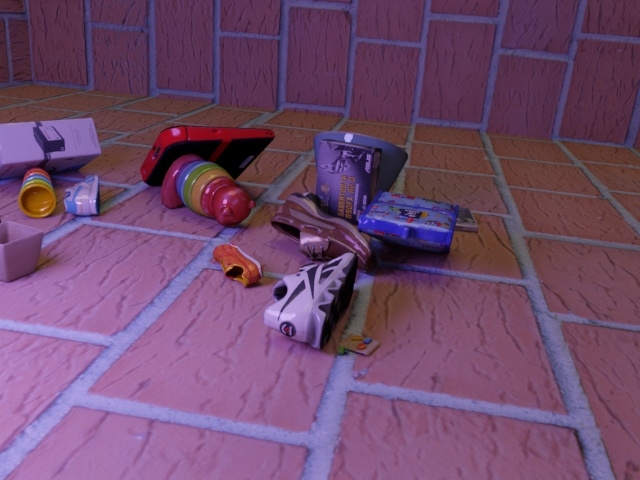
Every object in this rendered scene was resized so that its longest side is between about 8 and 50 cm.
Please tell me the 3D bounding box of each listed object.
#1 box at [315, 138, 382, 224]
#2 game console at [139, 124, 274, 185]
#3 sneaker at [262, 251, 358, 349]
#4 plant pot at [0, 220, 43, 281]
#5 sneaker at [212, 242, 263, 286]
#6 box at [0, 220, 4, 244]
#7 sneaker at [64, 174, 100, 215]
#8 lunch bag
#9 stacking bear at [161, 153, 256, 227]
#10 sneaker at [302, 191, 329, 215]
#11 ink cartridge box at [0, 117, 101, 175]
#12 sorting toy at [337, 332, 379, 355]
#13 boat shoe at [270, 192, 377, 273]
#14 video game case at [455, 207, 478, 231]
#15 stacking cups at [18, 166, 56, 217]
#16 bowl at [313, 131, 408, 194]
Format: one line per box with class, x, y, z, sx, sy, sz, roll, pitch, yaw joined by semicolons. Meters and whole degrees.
box;0.078;-0.173;1.888;0.183;0.231;0.056;16;21;27
game console;-0.366;-0.264;2.004;0.342;0.060;0.386;-8;-11;-29
sneaker;-0.014;0.094;1.293;0.146;0.122;0.330;12;21;15
plant pot;-0.670;0.027;1.366;0.109;0.096;0.109;13;21;22
sneaker;-0.203;0.052;1.460;0.067;0.064;0.175;-23;29;-33
box;-0.828;-0.002;1.393;0.207;0.108;0.153;13;22;22
sneaker;-0.679;-0.134;1.825;0.092;0.087;0.228;-3;19;-16
lunch bag;0.221;-0.032;1.596;0.221;0.138;0.293;12;11;12
stacking bear;-0.303;-0.129;1.809;0.175;0.164;0.289;-13;31;-40
sneaker;-0.022;-0.072;1.824;0.106;0.078;0.234;10;24;5
ink cartridge box;-0.894;-0.290;2.025;0.308;0.129;0.223;-15;1;-42
sorting toy;0.067;0.197;1.191;0.062;0.012;0.083;15;22;26
boat shoe;0.000;0.000;1.599;0.120;0.122;0.324;-41;50;-19
video game case;0.393;-0.073;1.992;0.173;0.022;0.190;6;20;3
stacking cups;-0.818;-0.144;1.844;0.096;0.096;0.316;-4;17;-23
bowl;0.112;-0.220;2.038;0.312;0.163;0.311;12;-8;2
